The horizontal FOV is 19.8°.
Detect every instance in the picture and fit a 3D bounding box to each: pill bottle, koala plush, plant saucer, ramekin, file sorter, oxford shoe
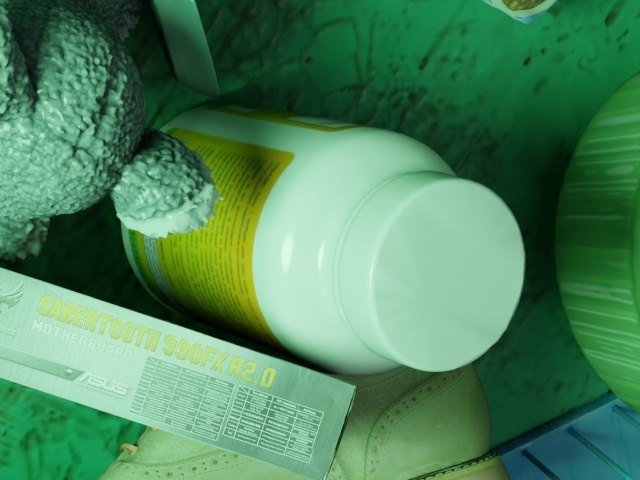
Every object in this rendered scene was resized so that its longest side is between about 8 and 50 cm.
[{"bbox_3d":[0.000,0.000,1.031,0.136,0.245,0.136,-7,102,-32],"label":"pill bottle"},{"bbox_3d":[-0.157,-0.083,0.943,0.196,0.221,0.203,40,90,-33],"label":"koala plush"},{"bbox_3d":[-0.085,-0.133,1.023,0.021,0.119,0.119,-18,119,-6],"label":"plant saucer"},{"bbox_3d":[0.303,0.002,1.215,0.303,0.148,0.303,-1,92,-25],"label":"ramekin"},{"bbox_3d":[0.208,0.195,1.318,0.170,0.104,0.118,-23,119,-16],"label":"file sorter"},{"bbox_3d":[-0.078,0.146,1.161,0.397,0.140,0.146,-11,87,-19],"label":"oxford shoe"}]

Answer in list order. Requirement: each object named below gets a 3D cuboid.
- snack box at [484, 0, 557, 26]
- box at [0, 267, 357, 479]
[{"bbox_3d":[0.088,-0.242,1.004,0.187,0.060,0.322,-44,147,21],"label":"snack box"},{"bbox_3d":[-0.108,0.065,1.007,0.231,0.183,0.056,19,85,-7],"label":"box"}]
